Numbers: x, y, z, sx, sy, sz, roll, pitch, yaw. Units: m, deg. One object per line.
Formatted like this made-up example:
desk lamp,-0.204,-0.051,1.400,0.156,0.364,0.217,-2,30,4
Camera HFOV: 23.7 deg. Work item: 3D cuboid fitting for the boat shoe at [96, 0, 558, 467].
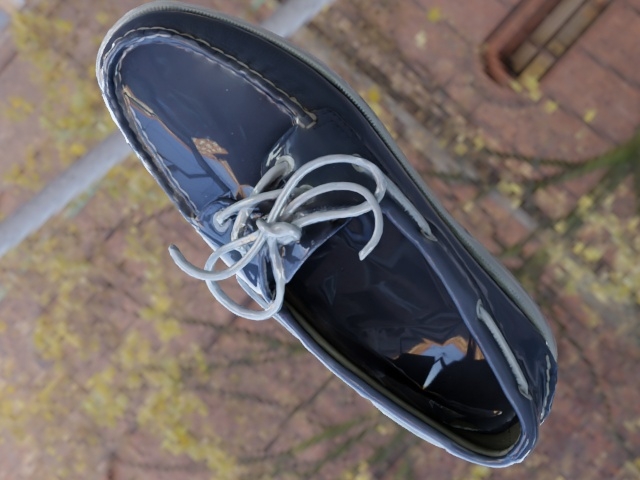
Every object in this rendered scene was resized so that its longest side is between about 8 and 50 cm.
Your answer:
boat shoe,0.000,0.000,0.652,0.254,0.095,0.079,47,-161,-8
